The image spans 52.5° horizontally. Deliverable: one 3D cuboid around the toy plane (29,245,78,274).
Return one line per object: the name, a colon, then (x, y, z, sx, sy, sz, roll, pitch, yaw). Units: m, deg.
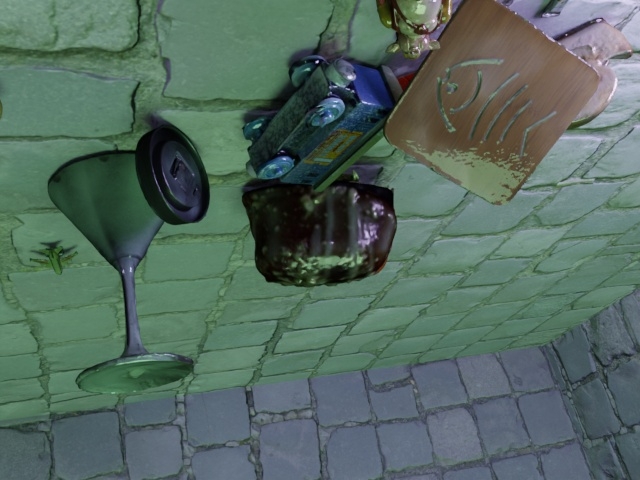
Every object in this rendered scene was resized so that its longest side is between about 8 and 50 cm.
toy plane: (-0.605, 0.044, 1.483, 0.102, 0.040, 0.111, -5, 154, -13)

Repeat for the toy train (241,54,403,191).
toy train: (-0.004, -0.210, 1.180, 0.202, 0.131, 0.300, 0, 153, -41)

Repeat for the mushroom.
mushroom: (0.468, -0.271, 1.218, 0.236, 0.173, 0.162, -25, 158, 13)

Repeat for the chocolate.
chocolate: (0.000, 0.000, 1.428, 0.340, 0.210, 0.225, -2, 163, -3)

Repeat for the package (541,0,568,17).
package: (0.409, -0.414, 1.086, 0.037, 0.015, 0.110, -11, 156, -17)

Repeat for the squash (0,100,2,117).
squash: (-0.564, -0.231, 0.912, 0.083, 0.083, 0.250, -24, 149, 20)

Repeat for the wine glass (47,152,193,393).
wine glass: (-0.370, 0.069, 1.240, 0.267, 0.405, 0.267, -10, 157, -4)

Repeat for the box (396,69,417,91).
box: (0.224, -0.282, 1.221, 0.175, 0.048, 0.112, -19, 154, 10)

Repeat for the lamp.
lamp: (0.139, -0.349, 0.975, 0.118, 0.118, 0.253, -11, 154, -6)

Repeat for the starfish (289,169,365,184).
starfish: (0.025, -0.118, 1.456, 0.224, 0.050, 0.217, 7, 155, -15)

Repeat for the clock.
clock: (-0.265, -0.115, 1.170, 0.040, 0.184, 0.184, -15, 155, 20)

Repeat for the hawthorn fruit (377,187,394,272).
hawthorn fruit: (0.105, -0.021, 1.599, 0.165, 0.165, 0.285, -5, 143, -17)

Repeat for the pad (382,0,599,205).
pad: (0.286, -0.228, 1.101, 0.284, 0.018, 0.286, 27, 111, -16)
